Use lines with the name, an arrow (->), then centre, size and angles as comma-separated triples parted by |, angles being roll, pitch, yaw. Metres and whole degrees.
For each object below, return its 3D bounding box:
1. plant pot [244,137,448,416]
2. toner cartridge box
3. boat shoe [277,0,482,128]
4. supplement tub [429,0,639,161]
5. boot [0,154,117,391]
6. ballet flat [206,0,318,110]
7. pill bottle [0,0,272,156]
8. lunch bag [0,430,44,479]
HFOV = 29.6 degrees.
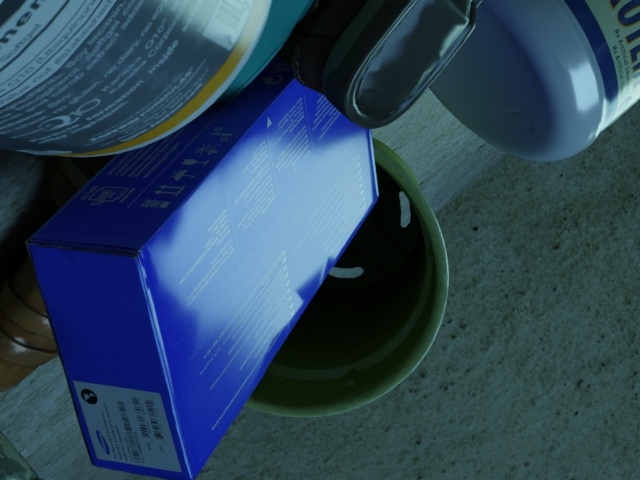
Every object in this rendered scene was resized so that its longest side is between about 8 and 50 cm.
plant pot -> 0.000, 0.000, 1.195 | 0.276, 0.276, 0.254 | -45, -178, 18
toner cartridge box -> -0.056, -0.017, 0.814 | 0.348, 0.075, 0.165 | -55, 145, -52
boat shoe -> 0.086, -0.218, 0.763 | 0.307, 0.104, 0.111 | -47, 149, 0
supplement tub -> 0.238, -0.246, 1.020 | 0.325, 0.235, 0.235 | -40, 171, -14
boot -> -0.199, 0.022, 0.907 | 0.220, 0.109, 0.283 | -39, 179, 2
ballet flat -> -0.032, -0.174, 0.698 | 0.091, 0.077, 0.241 | -7, 151, -41
pill bottle -> -0.119, -0.112, 0.353 | 0.162, 0.162, 0.278 | -44, 171, 9
lunch bag -> -0.380, 0.372, 1.220 | 0.305, 0.256, 0.212 | -45, 171, 13
